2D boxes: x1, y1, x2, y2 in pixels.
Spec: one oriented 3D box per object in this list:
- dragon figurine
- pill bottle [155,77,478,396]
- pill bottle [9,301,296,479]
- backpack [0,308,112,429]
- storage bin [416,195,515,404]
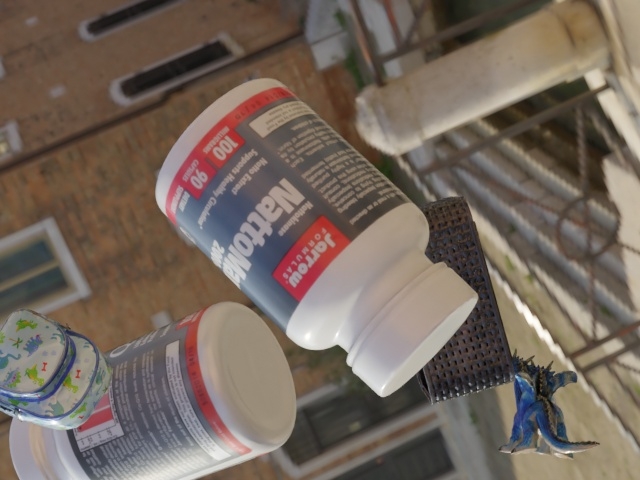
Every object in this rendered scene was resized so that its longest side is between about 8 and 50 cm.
[{"bbox_3d":[0.291,0.212,1.496,0.289,0.085,0.144,101,174,-82],"label":"dragon figurine"},{"bbox_3d":[0.000,0.000,0.663,0.180,0.108,0.108,43,166,15],"label":"pill bottle"},{"bbox_3d":[-0.234,0.239,1.554,0.210,0.363,0.210,49,-153,-37],"label":"pill bottle"},{"bbox_3d":[-0.273,0.129,1.119,0.114,0.105,0.084,21,158,14],"label":"backpack"},{"bbox_3d":[0.117,0.054,1.088,0.122,0.084,0.180,-114,9,-87],"label":"storage bin"}]
